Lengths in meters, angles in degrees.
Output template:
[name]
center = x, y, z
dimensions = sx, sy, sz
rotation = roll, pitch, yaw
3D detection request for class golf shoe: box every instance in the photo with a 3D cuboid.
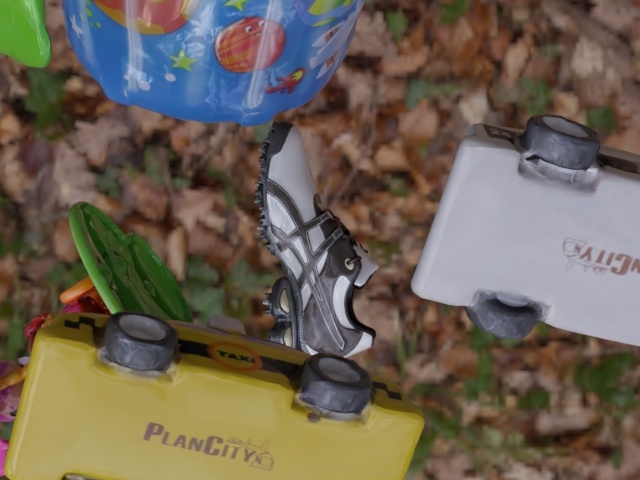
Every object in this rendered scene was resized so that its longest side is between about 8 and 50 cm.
[golf shoe]
center = 0.000, 0.000, 1.221
dimensions = 0.094, 0.077, 0.198
rotation = -4, 99, 12

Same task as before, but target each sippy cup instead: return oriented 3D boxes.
[sippy cup]
center = -0.055, -0.195, 0.847
dimensions = 0.306, 0.240, 0.224
rotation = -7, 135, -18

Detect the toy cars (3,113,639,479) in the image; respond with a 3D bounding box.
[toy cars]
center = 0.042, 0.038, 0.733
dimensions = 0.394, 0.087, 0.176
rotation = -24, 115, 5

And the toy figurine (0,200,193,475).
[toy figurine]
center = -0.166, 0.070, 0.900
dimensions = 0.159, 0.173, 0.130
rotation = -32, 95, 6
